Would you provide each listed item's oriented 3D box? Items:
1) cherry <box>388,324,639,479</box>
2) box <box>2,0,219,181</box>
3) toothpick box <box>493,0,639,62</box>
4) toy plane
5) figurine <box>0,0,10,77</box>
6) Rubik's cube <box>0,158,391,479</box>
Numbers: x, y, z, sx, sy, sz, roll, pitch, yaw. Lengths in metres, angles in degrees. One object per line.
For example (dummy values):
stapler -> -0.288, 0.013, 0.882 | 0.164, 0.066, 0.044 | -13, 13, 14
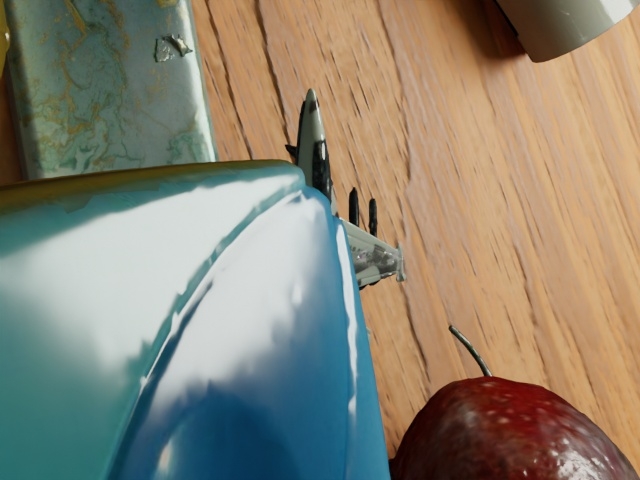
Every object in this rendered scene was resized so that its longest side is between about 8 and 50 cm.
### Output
cherry -> 0.149, 0.200, 1.050 | 0.175, 0.249, 0.192 | -33, 119, -4
box -> -0.147, -0.100, 1.032 | 0.142, 0.044, 0.285 | -9, 88, -27
toothpick box -> 0.171, -0.248, 1.196 | 0.111, 0.111, 0.180 | -41, 105, -28
toy plane -> -0.008, 0.002, 1.070 | 0.160, 0.082, 0.234 | -17, 107, -28
figurine -> -0.295, -0.092, 0.791 | 0.257, 0.167, 0.192 | -23, 65, -9
Rubik's cube -> -0.185, 0.153, 0.739 | 0.352, 0.347, 0.351 | -18, 98, -58
